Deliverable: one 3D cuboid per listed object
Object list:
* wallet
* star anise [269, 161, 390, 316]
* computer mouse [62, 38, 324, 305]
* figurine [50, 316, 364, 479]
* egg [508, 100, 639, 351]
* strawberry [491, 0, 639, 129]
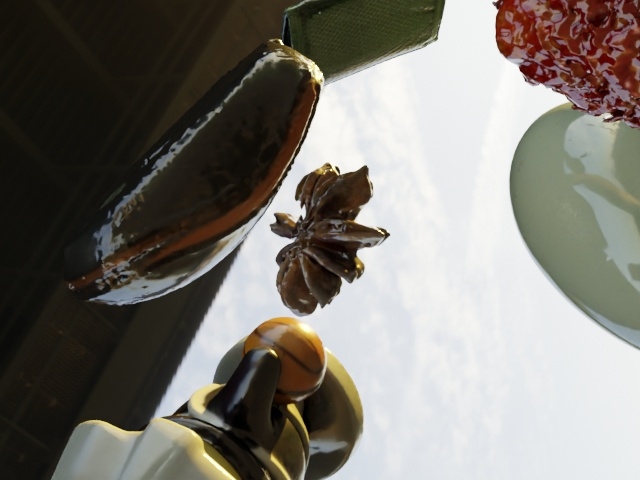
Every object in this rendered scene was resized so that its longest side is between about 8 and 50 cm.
[{"bbox_3d":[0.059,-0.289,1.187,0.236,0.055,0.160,-24,-24,-15],"label":"wallet"},{"bbox_3d":[0.000,0.000,1.193,0.093,0.229,0.236,10,-74,-33],"label":"star anise"},{"bbox_3d":[-0.108,-0.057,0.843,0.116,0.183,0.323,49,-115,-21],"label":"computer mouse"},{"bbox_3d":[-0.067,0.145,0.545,0.236,0.133,0.176,-38,-31,-55],"label":"figurine"},{"bbox_3d":[0.359,-0.016,1.033,0.230,0.230,0.371,40,-161,-49],"label":"egg"},{"bbox_3d":[0.221,-0.165,0.626,0.184,0.201,0.187,-92,-2,-73],"label":"strawberry"}]
